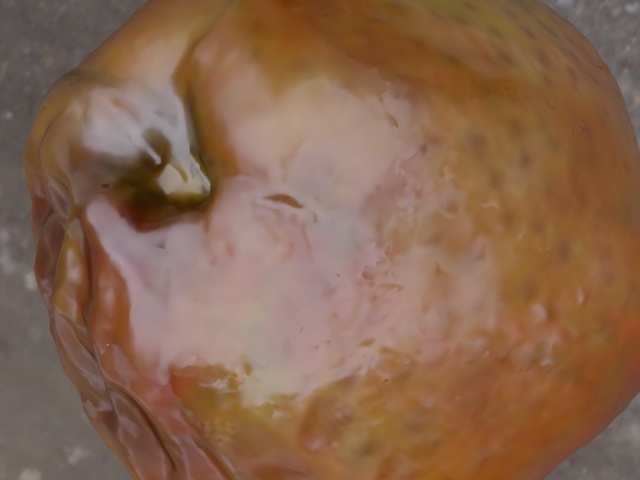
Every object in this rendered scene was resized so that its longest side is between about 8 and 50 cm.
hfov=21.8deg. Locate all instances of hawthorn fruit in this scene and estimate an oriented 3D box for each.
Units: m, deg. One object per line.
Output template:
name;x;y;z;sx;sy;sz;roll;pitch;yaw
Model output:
hawthorn fruit;0.000;0.000;1.185;0.471;0.472;0.472;12;126;17
